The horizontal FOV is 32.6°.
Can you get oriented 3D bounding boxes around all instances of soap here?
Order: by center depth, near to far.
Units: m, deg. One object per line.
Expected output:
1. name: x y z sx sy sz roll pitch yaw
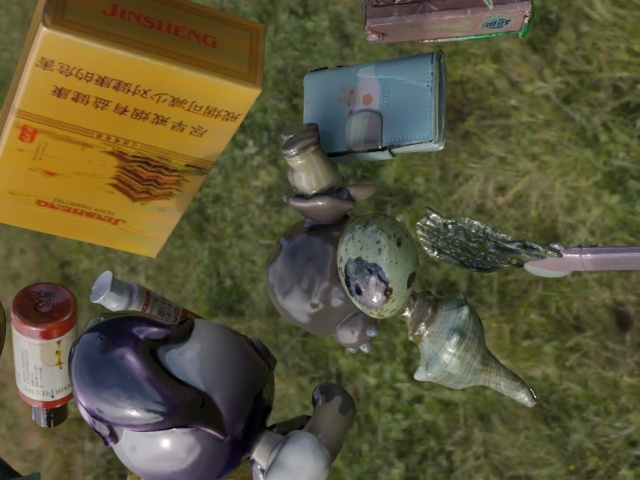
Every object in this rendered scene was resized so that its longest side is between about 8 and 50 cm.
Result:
1. soap: 0.193 -0.409 1.723 0.098 0.273 0.218 45 -138 -78

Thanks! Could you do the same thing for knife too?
1. knife: 0.542 0.026 1.873 0.398 0.132 0.038 -1 66 22

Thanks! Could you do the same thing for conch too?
1. conch: 0.170 0.151 1.480 0.137 0.114 0.234 10 134 59

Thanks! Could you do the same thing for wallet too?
1. wallet: 0.091 -0.224 1.866 0.250 0.075 0.176 -4 79 26

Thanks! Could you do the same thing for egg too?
1. egg: 0.059 0.026 1.134 0.085 0.085 0.110 -18 66 52

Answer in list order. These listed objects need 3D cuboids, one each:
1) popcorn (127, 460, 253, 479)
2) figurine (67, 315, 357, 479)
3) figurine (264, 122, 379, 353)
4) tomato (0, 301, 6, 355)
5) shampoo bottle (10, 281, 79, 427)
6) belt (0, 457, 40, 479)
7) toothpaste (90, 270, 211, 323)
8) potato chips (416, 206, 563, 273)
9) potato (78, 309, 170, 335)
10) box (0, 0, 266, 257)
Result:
1. popcorn: -0.125 0.386 1.599 0.332 0.265 0.225 8 90 37
2. figurine: -0.093 0.137 0.838 0.145 0.222 0.145 -60 3 5
3. figurine: 0.000 -0.001 1.851 0.248 0.203 0.381 19 121 60
4. tomato: -0.480 0.116 1.397 0.167 0.167 0.167 -9 79 54
5. shampoo bottle: -0.446 0.200 1.791 0.278 0.104 0.104 100 149 -42
6. belt: -0.338 0.318 1.047 0.128 0.218 0.122 43 129 -7
7. toothpaste: -0.229 0.120 1.606 0.057 0.234 0.089 -25 44 37
8. potato chips: 0.231 0.010 1.539 0.028 0.207 0.092 -80 8 -47
9. potato: -0.205 0.171 1.282 0.251 0.174 0.159 70 -163 -44
10. box: -0.177 -0.096 0.921 0.274 0.174 0.076 131 148 -51
